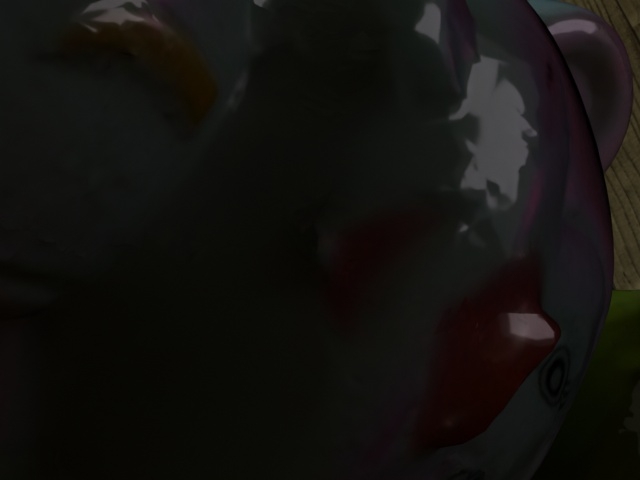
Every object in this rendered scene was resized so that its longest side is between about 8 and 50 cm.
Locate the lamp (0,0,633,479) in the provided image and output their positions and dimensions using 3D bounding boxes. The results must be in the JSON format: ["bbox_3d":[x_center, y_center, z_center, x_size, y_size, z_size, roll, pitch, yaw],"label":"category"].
[{"bbox_3d":[-0.062,-0.023,0.461,0.301,0.247,0.247,37,-15,-37],"label":"lamp"}]

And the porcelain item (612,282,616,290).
[{"bbox_3d":[0.155,0.033,1.355,0.288,0.138,0.186,56,30,-42],"label":"porcelain item"}]

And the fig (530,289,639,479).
[{"bbox_3d":[0.099,0.123,0.684,0.203,0.225,0.203,32,23,-15],"label":"fig"}]
